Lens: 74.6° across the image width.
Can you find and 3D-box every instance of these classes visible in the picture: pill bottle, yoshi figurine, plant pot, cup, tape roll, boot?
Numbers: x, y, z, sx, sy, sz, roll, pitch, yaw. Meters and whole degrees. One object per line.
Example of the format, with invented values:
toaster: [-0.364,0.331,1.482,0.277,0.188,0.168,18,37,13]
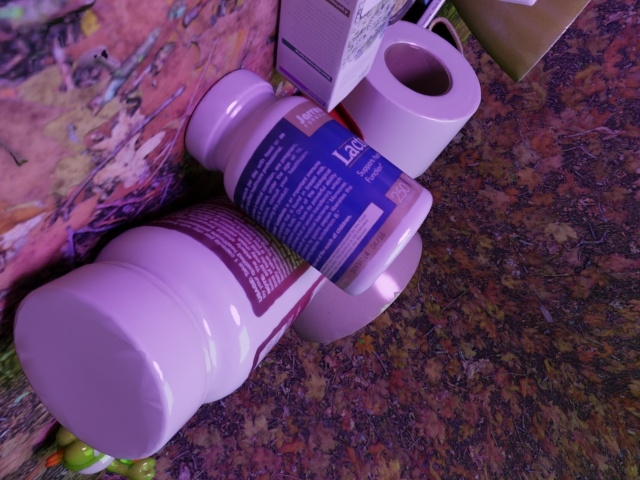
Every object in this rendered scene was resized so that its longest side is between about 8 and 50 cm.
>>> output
pill bottle: [-0.016,-0.071,0.497,0.153,0.264,0.153,-52,177,-4]
yoshi figurine: [-0.428,0.410,0.912,0.362,0.203,0.203,115,-2,-65]
plant pot: [0.481,-0.606,1.063,0.275,0.293,0.275,-50,176,-5]
cup: [0.000,0.000,0.851,0.331,0.237,0.331,-36,-160,15]
tape roll: [0.142,-0.255,0.777,0.246,0.246,0.169,-49,175,-33]
pill bottle: [-0.144,0.064,0.553,0.224,0.224,0.392,-53,174,29]
boot: [0.290,-0.381,0.992,0.203,0.095,0.262,-65,146,-64]

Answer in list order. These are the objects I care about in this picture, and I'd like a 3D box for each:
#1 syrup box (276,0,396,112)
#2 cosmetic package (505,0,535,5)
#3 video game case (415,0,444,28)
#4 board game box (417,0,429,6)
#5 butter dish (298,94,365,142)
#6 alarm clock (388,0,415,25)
syrup box: [0.021,-0.256,0.443,0.093,0.096,0.237,-48,176,-19]
cosmetic package: [0.282,-0.482,0.505,0.365,0.155,0.197,-48,150,-19]
video game case: [0.217,-0.475,0.958,0.193,0.023,0.212,-53,-173,24]
board game box: [0.215,-0.515,0.748,0.136,0.035,0.201,-52,176,20]
butter dish: [-0.028,-0.156,0.676,0.118,0.160,0.160,-20,158,-32]
alarm clock: [0.107,-0.372,0.612,0.129,0.064,0.192,-48,172,-39]
